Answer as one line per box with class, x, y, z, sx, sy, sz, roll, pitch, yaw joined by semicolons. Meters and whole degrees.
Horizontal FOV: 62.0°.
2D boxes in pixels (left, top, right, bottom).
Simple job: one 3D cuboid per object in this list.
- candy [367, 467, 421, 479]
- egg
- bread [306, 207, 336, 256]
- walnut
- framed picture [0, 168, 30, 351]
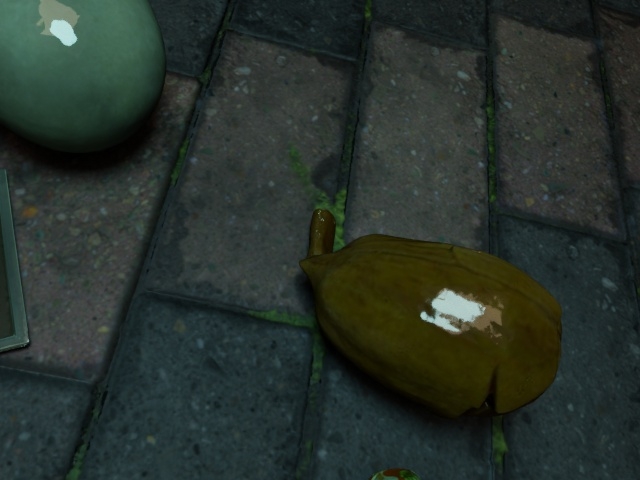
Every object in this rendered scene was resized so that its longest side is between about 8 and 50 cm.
candy;0.015;0.366;0.566;0.078;0.084;0.288;41;72;13
egg;-0.347;-0.273;0.693;0.259;0.258;0.352;-23;68;-22
bread;0.000;0.000;0.754;0.036;0.047;0.083;-4;58;19
walnut;0.124;0.093;0.653;0.337;0.209;0.208;22;60;13
framed picture;-0.472;0.035;0.642;0.197;0.014;0.252;-12;67;-19
